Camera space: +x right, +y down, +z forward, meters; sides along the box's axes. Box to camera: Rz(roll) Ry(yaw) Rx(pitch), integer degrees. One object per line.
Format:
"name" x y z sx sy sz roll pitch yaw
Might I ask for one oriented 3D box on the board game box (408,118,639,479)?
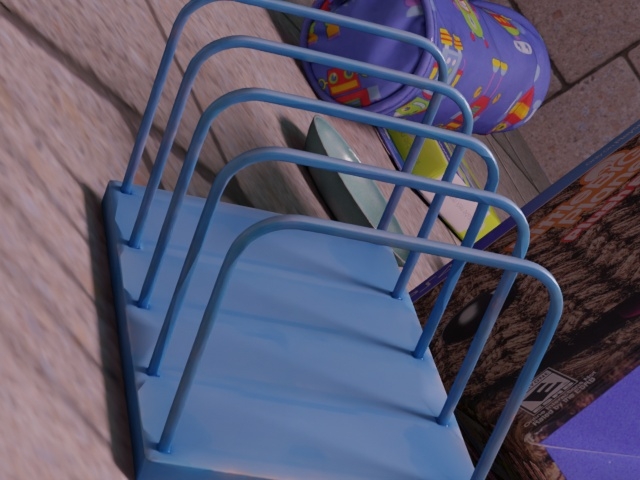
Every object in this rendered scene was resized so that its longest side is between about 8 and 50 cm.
"board game box" 0.178 0.052 0.840 0.141 0.232 0.291 55 -8 -11

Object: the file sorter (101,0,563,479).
"file sorter" 0.000 0.000 0.603 0.118 0.104 0.170 12 29 -18

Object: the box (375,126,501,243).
"box" 0.106 -0.068 1.605 0.178 0.042 0.109 43 17 -56

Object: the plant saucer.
"plant saucer" 0.021 -0.028 1.149 0.119 0.021 0.119 54 12 -16

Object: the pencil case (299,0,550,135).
"pencil case" 0.093 -0.159 1.457 0.306 0.119 0.133 -1 63 -65

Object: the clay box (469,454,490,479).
"clay box" 0.028 0.102 0.705 0.222 0.053 0.127 53 11 -27
